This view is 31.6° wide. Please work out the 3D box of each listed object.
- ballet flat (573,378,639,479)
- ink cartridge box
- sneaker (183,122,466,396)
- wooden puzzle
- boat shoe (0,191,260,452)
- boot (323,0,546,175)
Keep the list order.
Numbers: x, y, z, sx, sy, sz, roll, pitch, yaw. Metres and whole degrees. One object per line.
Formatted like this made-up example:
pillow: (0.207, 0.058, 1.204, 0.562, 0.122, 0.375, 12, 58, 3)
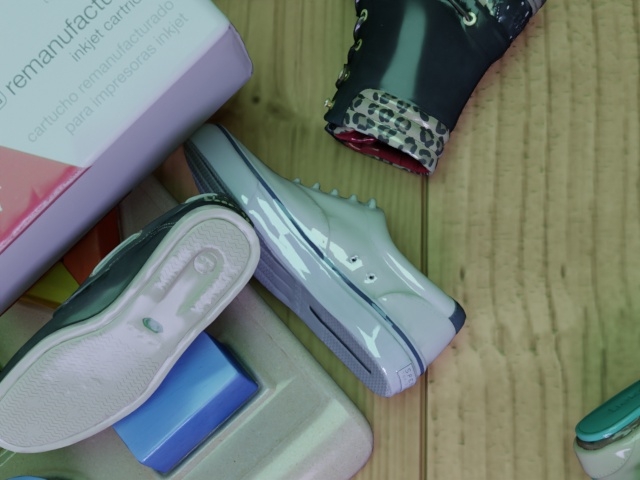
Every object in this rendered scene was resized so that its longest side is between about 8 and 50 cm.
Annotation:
ballet flat: (0.282, 0.089, 0.760, 0.248, 0.086, 0.086, -38, 70, 1)
ink cartridge box: (-0.280, -0.171, 0.775, 0.279, 0.160, 0.385, -44, 86, 0)
sneaker: (0.000, 0.000, 0.843, 0.091, 0.094, 0.258, -36, 72, -22)
wooden puzzle: (-0.186, 0.124, 0.838, 0.322, 0.080, 0.348, -42, 70, -3)
boat shoe: (-0.139, 0.057, 0.783, 0.233, 0.084, 0.079, -43, 27, 4)
boot: (0.034, -0.170, 0.880, 0.236, 0.085, 0.179, 27, 84, 19)
